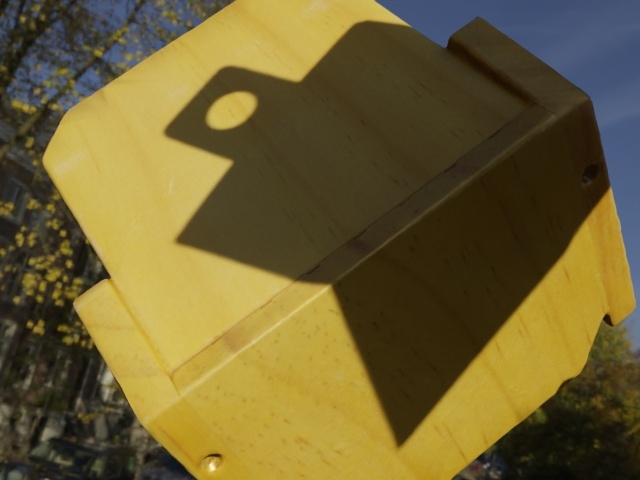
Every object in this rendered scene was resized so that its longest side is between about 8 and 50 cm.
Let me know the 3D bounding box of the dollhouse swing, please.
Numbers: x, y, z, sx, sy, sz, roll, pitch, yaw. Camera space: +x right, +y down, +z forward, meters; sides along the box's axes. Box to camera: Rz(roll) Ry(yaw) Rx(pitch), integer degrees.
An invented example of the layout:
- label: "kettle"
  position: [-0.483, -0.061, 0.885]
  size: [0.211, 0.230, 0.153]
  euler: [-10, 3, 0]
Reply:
- label: "dollhouse swing"
  position: [0.000, 0.000, 0.610]
  size: [0.305, 0.347, 0.315]
  euler: [42, -14, 51]
